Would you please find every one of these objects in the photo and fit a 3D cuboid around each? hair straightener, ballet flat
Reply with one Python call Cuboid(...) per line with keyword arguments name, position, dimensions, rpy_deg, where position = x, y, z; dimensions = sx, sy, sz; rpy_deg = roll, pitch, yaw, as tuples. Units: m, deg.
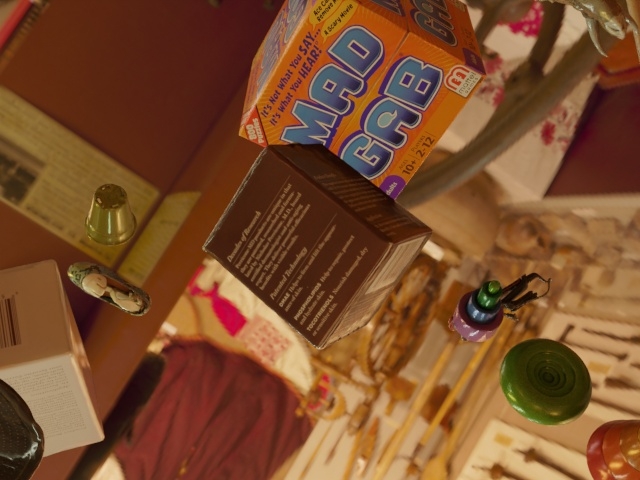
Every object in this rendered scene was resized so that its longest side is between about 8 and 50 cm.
Cuboid(name="hair straightener", position=(0.370, 0.135, 1.758), dimensions=(0.089, 0.230, 0.047), rpy_deg=(49, 161, 47))
Cuboid(name="ballet flat", position=(-0.439, 0.103, 1.862), dimensions=(0.188, 0.070, 0.070), rpy_deg=(25, 173, -20))

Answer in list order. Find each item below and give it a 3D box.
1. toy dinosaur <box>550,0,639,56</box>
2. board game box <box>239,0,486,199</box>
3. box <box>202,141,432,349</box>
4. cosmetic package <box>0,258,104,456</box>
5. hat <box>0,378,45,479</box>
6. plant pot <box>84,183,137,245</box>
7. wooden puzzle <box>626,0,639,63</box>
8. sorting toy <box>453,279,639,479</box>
Cuboid(name="toy dinosaur", position=(0.244, -0.351, 0.859), dimensions=(0.121, 0.314, 0.160), rpy_deg=(2, 175, 23))
Cuboid(name="board game box", position=(0.080, -0.362, 1.851), dimensions=(0.356, 0.357, 0.356), rpy_deg=(25, -147, -16))
Cuboid(name="box", position=(0.000, 0.000, 1.134), dimensions=(0.203, 0.167, 0.168), rpy_deg=(39, -160, 16))
Cuboid(name="cosmetic package", position=(-0.495, 0.217, 1.433), dimensions=(0.453, 0.230, 0.162), rpy_deg=(105, 151, -60))
Cuboid(name="hat", position=(-0.433, 0.139, 0.927), dimensions=(0.331, 0.331, 0.134), rpy_deg=(34, -145, -16))
Cuboid(name="plant pot", position=(-0.332, -0.047, 1.404), dimensions=(0.083, 0.083, 0.079), rpy_deg=(30, 146, 8))
Cuboid(name="wooden puzzle", position=(0.528, -0.216, 1.099), dimensions=(0.322, 0.348, 0.080), rpy_deg=(3, 160, -11))
Cuboid(name="sorting toy", position=(0.328, 0.178, 1.155), dimensions=(0.365, 0.127, 0.126), rpy_deg=(44, 152, 20))
